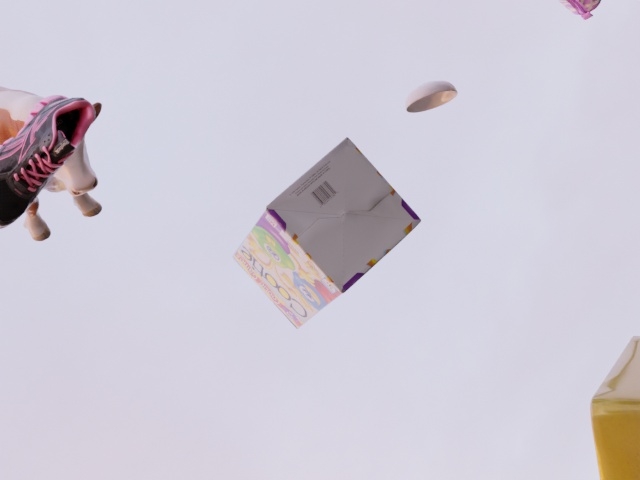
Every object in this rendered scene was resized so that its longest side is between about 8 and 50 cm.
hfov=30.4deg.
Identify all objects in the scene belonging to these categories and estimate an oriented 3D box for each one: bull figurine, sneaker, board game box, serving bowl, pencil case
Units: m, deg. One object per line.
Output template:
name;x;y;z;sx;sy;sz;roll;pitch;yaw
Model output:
bull figurine;-0.331;-0.095;1.230;0.101;0.310;0.188;-51;-30;-32
sneaker;-0.202;-0.060;0.844;0.047;0.057;0.119;46;-120;-33
board game box;0.000;0.000;1.540;0.144;0.142;0.275;-41;-1;-18
serving bowl;0.165;-0.222;1.784;0.083;0.027;0.083;-16;-11;-3
pencil case;0.454;-0.504;2.235;0.206;0.088;0.086;22;-36;-39

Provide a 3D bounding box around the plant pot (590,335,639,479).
plant pot;0.342;0.195;0.939;0.212;0.187;0.212;-24;-75;-65
